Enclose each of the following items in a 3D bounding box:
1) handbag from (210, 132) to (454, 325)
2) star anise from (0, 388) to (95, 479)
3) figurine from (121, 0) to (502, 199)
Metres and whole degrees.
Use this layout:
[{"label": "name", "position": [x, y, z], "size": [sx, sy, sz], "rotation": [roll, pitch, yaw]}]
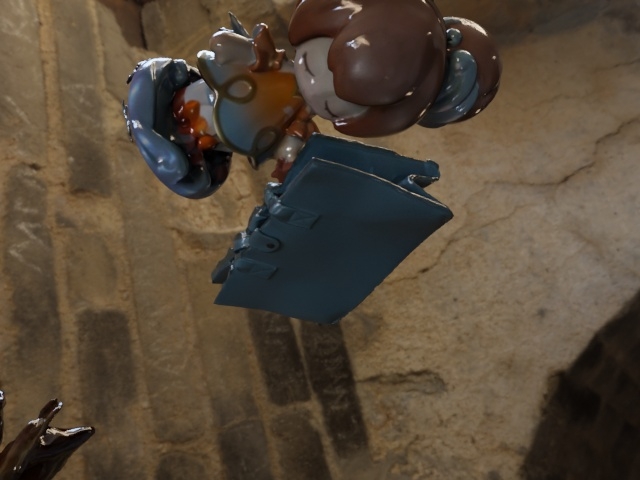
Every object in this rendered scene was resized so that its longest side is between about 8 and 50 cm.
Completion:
[{"label": "handbag", "position": [0.000, 0.000, 0.563], "size": [0.144, 0.221, 0.057], "rotation": [11, -127, -26]}, {"label": "star anise", "position": [-0.199, 0.148, 0.323], "size": [0.057, 0.167, 0.168], "rotation": [97, 167, -56]}, {"label": "figurine", "position": [-0.003, -0.195, 0.738], "size": [0.277, 0.387, 0.248], "rotation": [58, -148, -29]}]
